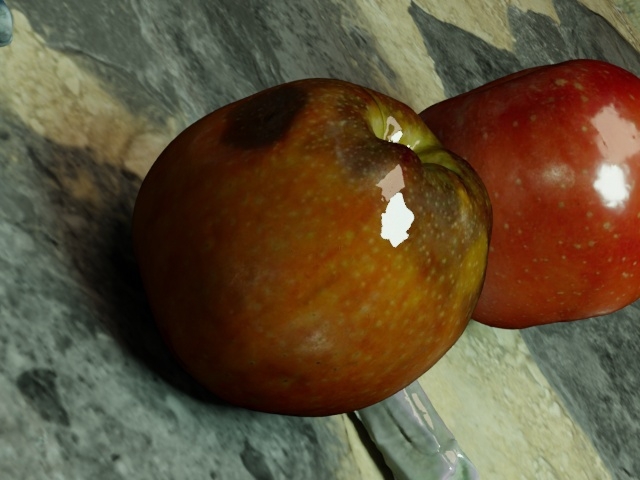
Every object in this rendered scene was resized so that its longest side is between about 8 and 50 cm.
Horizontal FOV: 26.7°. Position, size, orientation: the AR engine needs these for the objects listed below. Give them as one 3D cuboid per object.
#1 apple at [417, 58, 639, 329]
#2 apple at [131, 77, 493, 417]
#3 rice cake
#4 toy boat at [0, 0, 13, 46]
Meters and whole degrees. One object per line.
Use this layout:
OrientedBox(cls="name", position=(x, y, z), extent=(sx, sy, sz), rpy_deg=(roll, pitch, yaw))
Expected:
OrientedBox(cls="apple", position=(0.194, -0.043, 1.191), extent=(0.260, 0.260, 0.216), rpy_deg=(-37, 111, -63))
OrientedBox(cls="apple", position=(0.000, 0.000, 0.877), extent=(0.230, 0.230, 0.230), rpy_deg=(37, 30, -27))
OrientedBox(cls="rice cake", position=(0.031, 0.080, 1.002), extent=(0.270, 0.055, 0.049), rpy_deg=(58, 23, 16))
OrientedBox(cls="toy boat", position=(-0.277, -0.129, 0.715), extent=(0.309, 0.129, 0.142), rpy_deg=(-5, 89, -59))
